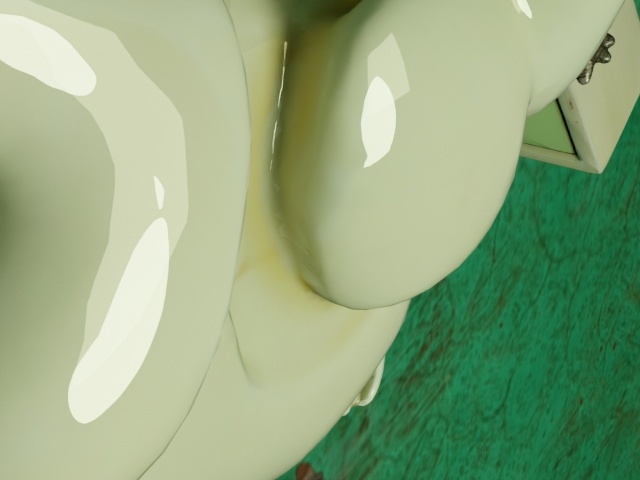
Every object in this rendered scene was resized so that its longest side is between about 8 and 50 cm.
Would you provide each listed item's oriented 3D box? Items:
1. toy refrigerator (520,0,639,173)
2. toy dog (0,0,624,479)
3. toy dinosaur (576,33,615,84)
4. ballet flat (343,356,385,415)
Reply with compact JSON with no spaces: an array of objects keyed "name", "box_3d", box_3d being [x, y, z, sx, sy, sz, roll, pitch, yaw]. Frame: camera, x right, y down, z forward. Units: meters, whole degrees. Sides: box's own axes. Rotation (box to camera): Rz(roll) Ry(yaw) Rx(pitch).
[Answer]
[{"name":"toy refrigerator","box_3d":[0.102,-0.148,0.968,0.094,0.102,0.269,-63,150,-20]},{"name":"toy dog","box_3d":[-0.148,0.017,0.458,0.408,0.284,0.395,-44,158,-40]},{"name":"toy dinosaur","box_3d":[0.083,-0.167,0.751,0.313,0.121,0.160,-46,143,14]},{"name":"ballet flat","box_3d":[0.000,0.000,0.736,0.342,0.116,0.124,111,-27,-59]}]
